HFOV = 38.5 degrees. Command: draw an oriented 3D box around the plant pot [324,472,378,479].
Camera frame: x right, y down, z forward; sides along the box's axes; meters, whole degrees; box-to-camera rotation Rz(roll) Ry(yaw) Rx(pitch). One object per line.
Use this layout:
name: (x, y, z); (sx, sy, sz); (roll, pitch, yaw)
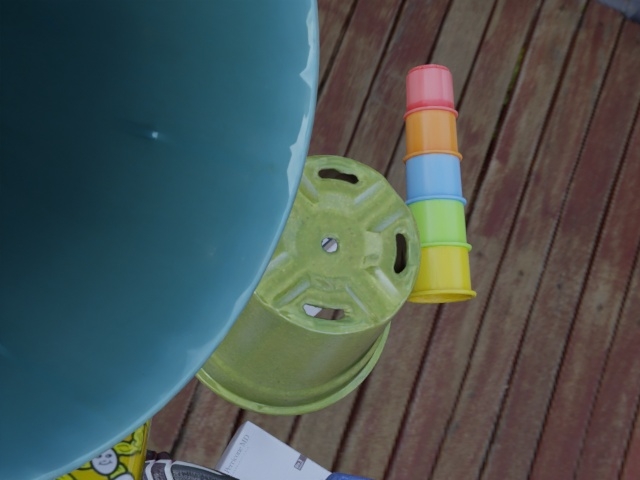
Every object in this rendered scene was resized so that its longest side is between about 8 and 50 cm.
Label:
plant pot: (0.082, 0.390, 0.912); (0.236, 0.236, 0.212); (10, 98, 11)

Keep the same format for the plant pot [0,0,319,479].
plant pot: (-0.181, -0.073, 0.391); (0.235, 0.293, 0.293); (19, 71, 35)

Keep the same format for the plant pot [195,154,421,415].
plant pot: (-0.016, 0.036, 0.980); (0.276, 0.254, 0.276); (4, 73, -14)

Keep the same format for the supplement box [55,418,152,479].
supplement box: (-0.205, 0.219, 0.431); (0.194, 0.195, 0.356); (11, 46, -8)

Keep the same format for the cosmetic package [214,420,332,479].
cosmetic package: (-0.076, 0.449, 1.712); (0.231, 0.085, 0.117); (32, 64, -5)

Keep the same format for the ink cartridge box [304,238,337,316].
ink cartridge box: (0.000, 0.000, 1.510); (0.219, 0.092, 0.160); (-42, 47, -4)

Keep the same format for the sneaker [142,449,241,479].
sneaker: (-0.180, 0.276, 1.037); (0.281, 0.162, 0.106); (-10, 98, 23)

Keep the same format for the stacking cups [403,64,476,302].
stacking cups: (0.152, -0.079, 1.218); (0.096, 0.096, 0.316); (0, 81, -11)
